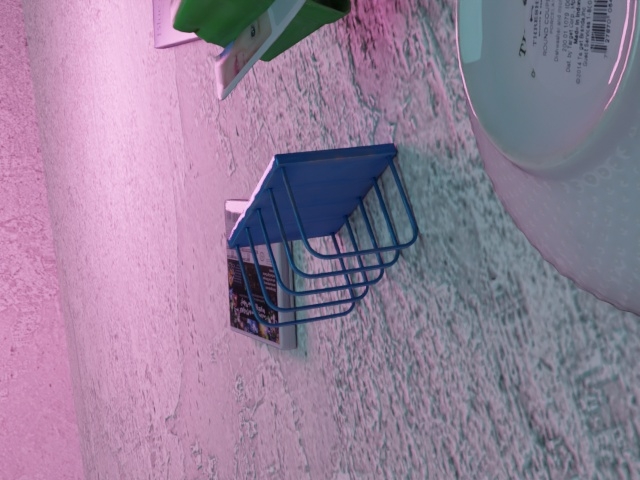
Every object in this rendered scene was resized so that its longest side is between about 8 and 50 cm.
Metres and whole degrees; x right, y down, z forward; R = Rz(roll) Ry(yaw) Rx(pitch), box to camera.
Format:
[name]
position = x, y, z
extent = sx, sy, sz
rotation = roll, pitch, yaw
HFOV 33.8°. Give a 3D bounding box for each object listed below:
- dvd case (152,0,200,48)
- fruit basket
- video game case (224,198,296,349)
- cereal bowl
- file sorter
[dvd case]
position = -0.204, -0.375, 1.523
extent = 0.253, 0.022, 0.180
rotation = -166, 73, -66
[fruit basket]
position = -0.024, -0.347, 0.916
extent = 0.353, 0.165, 0.327
rotation = -50, 38, 46
[video game case]
position = -0.076, 0.036, 1.296
extent = 0.190, 0.022, 0.173
rotation = -173, 80, -66
[cereal bowl]
position = 0.167, -0.119, 0.538
extent = 0.339, 0.141, 0.339
rotation = 177, 90, -68
[file sorter]
position = 0.000, 0.000, 0.986
extent = 0.170, 0.118, 0.104
rotation = 127, 131, -57
